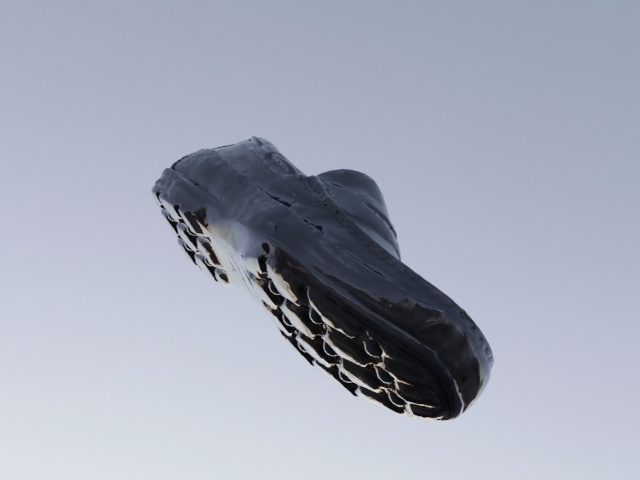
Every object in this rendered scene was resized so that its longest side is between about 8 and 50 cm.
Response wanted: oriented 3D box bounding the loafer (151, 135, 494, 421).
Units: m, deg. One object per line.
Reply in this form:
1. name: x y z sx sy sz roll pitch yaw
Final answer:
1. loafer: 0.000 0.000 0.390 0.078 0.223 0.076 -36 -55 -16
